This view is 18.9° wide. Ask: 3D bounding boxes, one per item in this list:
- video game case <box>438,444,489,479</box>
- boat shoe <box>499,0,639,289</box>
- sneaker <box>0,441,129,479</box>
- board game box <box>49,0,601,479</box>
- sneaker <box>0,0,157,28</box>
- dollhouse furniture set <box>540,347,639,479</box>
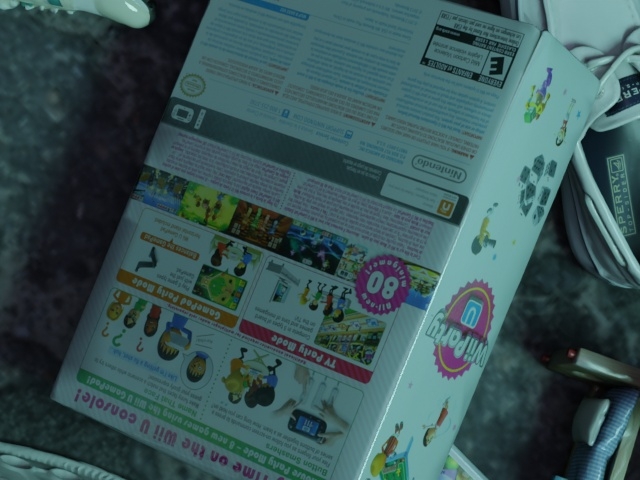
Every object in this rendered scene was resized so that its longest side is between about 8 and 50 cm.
[{"bbox_3d":[0.062,0.230,1.237,0.173,0.022,0.190,-45,93,-3],"label":"video game case"},{"bbox_3d":[0.184,-0.091,1.193,0.095,0.084,0.258,-23,105,-13],"label":"boat shoe"},{"bbox_3d":[-0.229,0.247,1.168,0.323,0.130,0.236,18,98,-10],"label":"sneaker"},{"bbox_3d":[0.000,0.000,1.140,0.224,0.097,0.303,21,87,32],"label":"board game box"},{"bbox_3d":[-0.182,-0.164,1.201,0.161,0.057,0.075,31,104,-6],"label":"sneaker"},{"bbox_3d":[0.201,0.141,1.156,0.129,0.184,0.129,20,80,-8],"label":"dollhouse furniture set"}]
